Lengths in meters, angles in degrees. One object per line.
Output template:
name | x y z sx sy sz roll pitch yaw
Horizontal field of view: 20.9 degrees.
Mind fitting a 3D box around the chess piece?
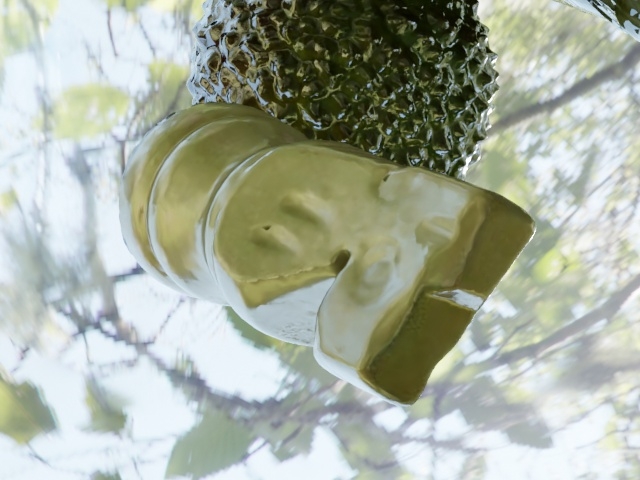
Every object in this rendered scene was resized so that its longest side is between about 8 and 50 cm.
chess piece | 0.000 0.000 0.677 0.090 0.200 0.090 -7 -75 -29

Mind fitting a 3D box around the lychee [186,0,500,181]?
lychee | 0.010 -0.083 0.842 0.171 0.171 0.171 1 -101 -5

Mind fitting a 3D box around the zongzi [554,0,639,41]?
zongzi | 0.197 -0.228 0.671 0.174 0.393 0.356 14 -72 -18
